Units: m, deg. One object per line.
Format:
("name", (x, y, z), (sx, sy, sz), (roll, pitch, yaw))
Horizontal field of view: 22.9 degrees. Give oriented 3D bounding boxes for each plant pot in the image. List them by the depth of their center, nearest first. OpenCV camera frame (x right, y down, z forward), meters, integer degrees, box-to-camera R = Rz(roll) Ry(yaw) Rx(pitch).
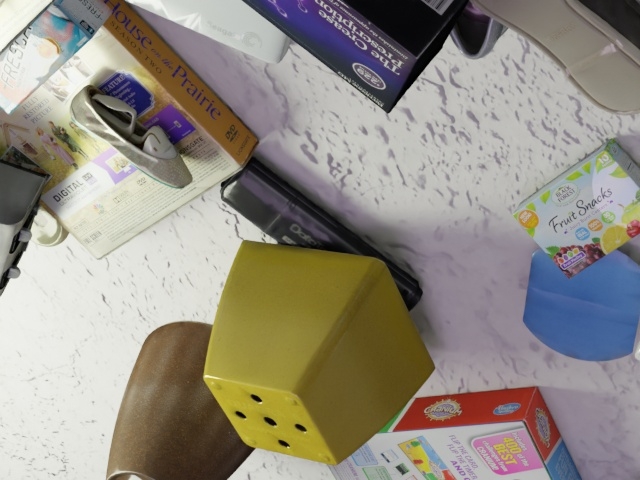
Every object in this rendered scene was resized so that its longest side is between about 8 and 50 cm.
("plant pot", (-0.018, 0.148, 1.917), (0.212, 0.187, 0.212), (8, 142, 34))
("plant pot", (-0.190, 0.263, 2.114), (0.215, 0.230, 0.215), (13, 132, 15))

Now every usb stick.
("usb stick", (0.000, 0.000, 1.925), (0.278, 0.045, 0.077), (37, 130, -8))

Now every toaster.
("toaster", (-0.446, -0.030, 1.963), (0.186, 0.110, 0.168), (20, 136, -8))

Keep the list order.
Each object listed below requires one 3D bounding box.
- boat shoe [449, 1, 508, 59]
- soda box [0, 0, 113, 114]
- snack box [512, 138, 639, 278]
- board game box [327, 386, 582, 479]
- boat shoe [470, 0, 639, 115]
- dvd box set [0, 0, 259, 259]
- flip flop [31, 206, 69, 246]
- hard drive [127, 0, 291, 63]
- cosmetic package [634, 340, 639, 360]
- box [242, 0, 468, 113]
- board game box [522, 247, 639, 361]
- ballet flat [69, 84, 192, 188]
("boat shoe", (0.139, -0.331, 1.528), (0.118, 0.103, 0.320), (5, 131, 22))
("soda box", (-0.314, -0.217, 1.785), (0.058, 0.063, 0.183), (43, 133, -15))
("snack box", (0.297, -0.034, 1.741), (0.100, 0.037, 0.141), (48, 126, -5))
("board game box", (0.178, 0.314, 2.098), (0.316, 0.064, 0.242), (-9, 124, 31))
("boat shoe", (0.221, -0.250, 1.514), (0.112, 0.095, 0.335), (-22, 131, 36))
("dvd box set", (-0.318, -0.187, 1.903), (0.420, 0.062, 0.308), (45, 133, -16))
("flip flop", (-0.451, -0.073, 2.051), (0.277, 0.080, 0.112), (37, 134, -8))
("hard drive", (-0.097, -0.349, 1.672), (0.203, 0.040, 0.307), (24, 134, 5))
("cosmetic package", (0.468, -0.036, 1.554), (0.156, 0.217, 0.385), (26, 137, 3))
("box", (0.004, -0.259, 1.525), (0.261, 0.103, 0.184), (38, 169, 3))
("board game box", (0.309, 0.062, 1.841), (0.133, 0.033, 0.168), (14, 125, 16))
("ballet flat", (-0.215, -0.121, 1.831), (0.168, 0.057, 0.052), (32, 125, -5))
